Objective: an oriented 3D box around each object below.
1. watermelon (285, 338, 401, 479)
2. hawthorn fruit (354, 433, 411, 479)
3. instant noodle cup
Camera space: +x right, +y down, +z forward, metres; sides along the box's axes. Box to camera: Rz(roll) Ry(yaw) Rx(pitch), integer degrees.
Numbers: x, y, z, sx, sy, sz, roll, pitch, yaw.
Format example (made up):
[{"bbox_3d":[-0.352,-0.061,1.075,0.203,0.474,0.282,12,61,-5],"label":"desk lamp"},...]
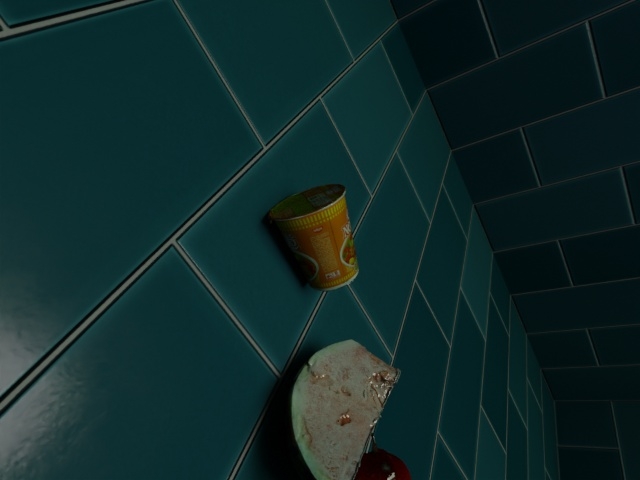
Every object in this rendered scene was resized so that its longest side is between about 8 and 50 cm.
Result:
[{"bbox_3d":[0.030,0.332,0.759,0.224,0.180,0.305,63,33,-14],"label":"watermelon"},{"bbox_3d":[0.102,0.475,0.832,0.157,0.157,0.194,19,67,-51],"label":"hawthorn fruit"},{"bbox_3d":[0.000,0.000,0.886,0.168,0.168,0.185,-49,126,-51],"label":"instant noodle cup"}]
